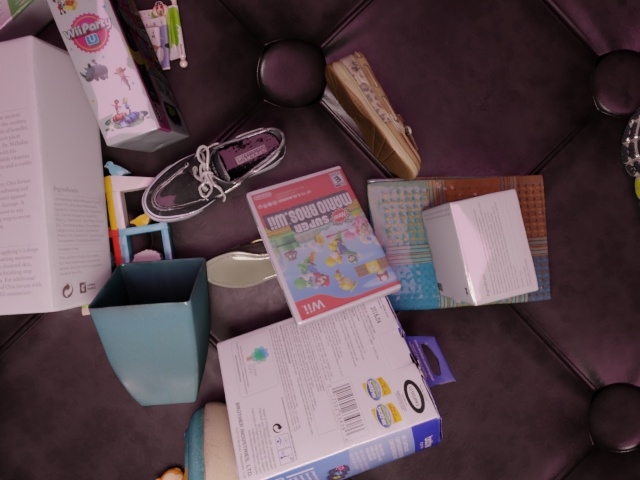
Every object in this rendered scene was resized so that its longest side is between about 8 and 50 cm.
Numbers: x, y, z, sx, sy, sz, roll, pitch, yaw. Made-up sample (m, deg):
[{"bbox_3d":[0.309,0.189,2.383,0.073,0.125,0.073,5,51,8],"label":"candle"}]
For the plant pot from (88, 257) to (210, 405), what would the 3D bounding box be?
[{"bbox_3d":[-0.288,0.176,0.912,0.165,0.165,0.235,-5,114,-1],"label":"plant pot"}]

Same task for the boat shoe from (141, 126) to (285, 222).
[{"bbox_3d":[-0.202,-0.129,0.947,0.306,0.105,0.113,-23,93,-8],"label":"boat shoe"}]

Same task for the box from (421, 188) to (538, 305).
[{"bbox_3d":[0.282,0.012,0.905,0.118,0.181,0.182,-13,90,-5],"label":"box"}]

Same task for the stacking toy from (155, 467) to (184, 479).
[{"bbox_3d":[-0.320,0.595,0.944,0.175,0.166,0.302,19,74,-11],"label":"stacking toy"}]

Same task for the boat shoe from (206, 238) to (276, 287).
[{"bbox_3d":[-0.119,0.037,0.984,0.227,0.069,0.081,-9,119,-2],"label":"boat shoe"}]

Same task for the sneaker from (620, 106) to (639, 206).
[{"bbox_3d":[0.708,-0.150,1.020,0.109,0.107,0.276,-15,95,-22],"label":"sneaker"}]

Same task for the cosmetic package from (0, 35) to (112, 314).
[{"bbox_3d":[-0.535,-0.101,0.893,0.229,0.161,0.454,-4,90,14],"label":"cosmetic package"}]

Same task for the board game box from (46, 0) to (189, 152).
[{"bbox_3d":[-0.355,-0.319,0.878,0.097,0.224,0.304,-22,98,0],"label":"board game box"}]

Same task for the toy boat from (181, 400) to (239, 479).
[{"bbox_3d":[-0.193,0.478,0.909,0.148,0.268,0.319,-10,122,-8],"label":"toy boat"}]

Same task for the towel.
[{"bbox_3d":[0.283,0.002,1.016,0.369,0.040,0.272,-3,90,-4],"label":"towel"}]

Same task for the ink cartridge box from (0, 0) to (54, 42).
[{"bbox_3d":[-0.644,-0.486,0.950,0.212,0.093,0.154,45,87,-3],"label":"ink cartridge box"}]

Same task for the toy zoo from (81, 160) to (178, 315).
[{"bbox_3d":[-0.397,-0.011,0.988,0.192,0.030,0.294,-9,90,-3],"label":"toy zoo"}]

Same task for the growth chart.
[{"bbox_3d":[-0.385,-0.387,0.998,0.237,0.021,0.172,-14,91,-2],"label":"growth chart"}]

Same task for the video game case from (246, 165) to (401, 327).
[{"bbox_3d":[0.000,0.000,0.934,0.203,0.025,0.285,-18,66,-14],"label":"video game case"}]

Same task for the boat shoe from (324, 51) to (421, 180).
[{"bbox_3d":[0.120,-0.249,0.975,0.089,0.104,0.285,-34,87,-10],"label":"boat shoe"}]

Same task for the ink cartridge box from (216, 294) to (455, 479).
[{"bbox_3d":[0.039,0.262,0.886,0.395,0.151,0.270,-20,51,-1],"label":"ink cartridge box"}]
